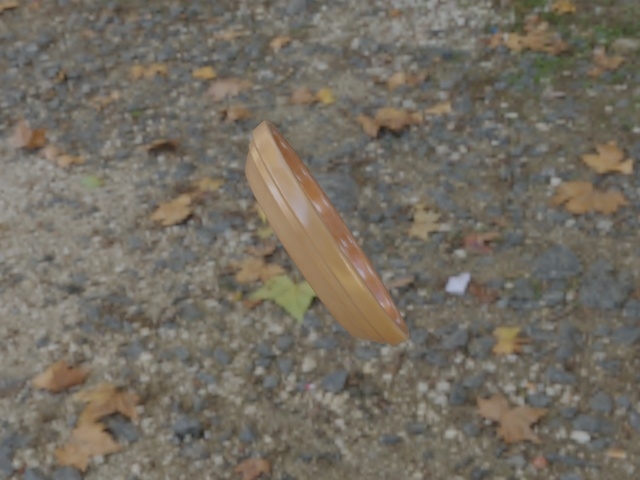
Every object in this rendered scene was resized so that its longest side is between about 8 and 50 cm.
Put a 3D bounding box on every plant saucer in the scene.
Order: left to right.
[{"bbox_3d":[0.000,0.000,0.839,0.037,0.200,0.200,-34,30,6],"label":"plant saucer"}]
